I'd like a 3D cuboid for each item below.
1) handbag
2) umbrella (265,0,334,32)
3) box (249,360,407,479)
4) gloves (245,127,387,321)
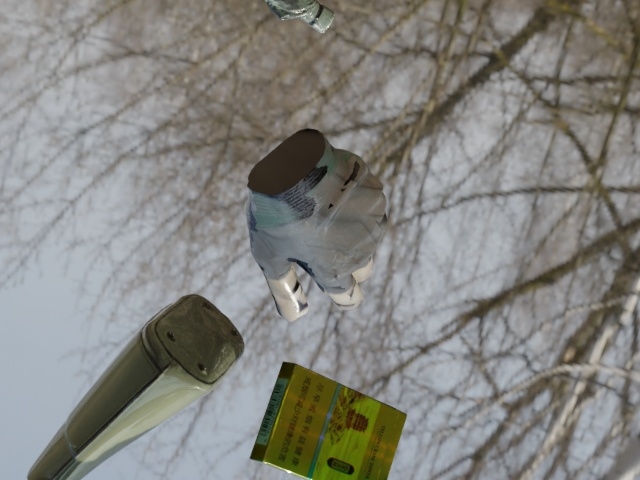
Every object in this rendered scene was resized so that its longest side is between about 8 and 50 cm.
[{"bbox_3d":[-0.232,0.212,1.369,0.109,0.315,0.241,43,-163,3],"label":"handbag"},{"bbox_3d":[-0.066,-0.305,1.377,0.188,0.050,0.046,32,-170,-27],"label":"umbrella"},{"bbox_3d":[0.014,0.234,1.402,0.193,0.121,0.030,29,164,-35],"label":"box"},{"bbox_3d":[0.008,-0.001,1.065,0.111,0.212,0.127,7,-124,37],"label":"gloves"}]
